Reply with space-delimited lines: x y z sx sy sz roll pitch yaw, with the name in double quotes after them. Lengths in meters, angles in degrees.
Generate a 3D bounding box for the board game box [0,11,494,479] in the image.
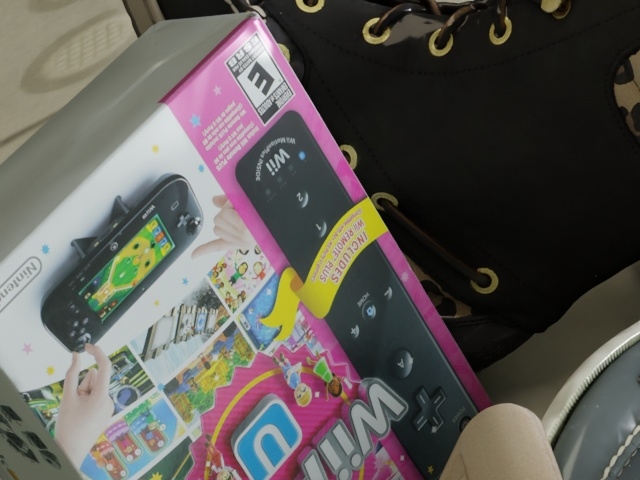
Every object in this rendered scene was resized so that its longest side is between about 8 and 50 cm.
-0.049 0.073 0.958 0.097 0.303 0.224 3 42 48 "board game box"

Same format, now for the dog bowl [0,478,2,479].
-0.201 0.188 1.072 0.265 0.104 0.265 -36 14 11 "dog bowl"

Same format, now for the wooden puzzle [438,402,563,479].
0.038 0.211 0.793 0.239 0.044 0.221 -62 17 22 "wooden puzzle"

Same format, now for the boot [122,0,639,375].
0.069 -0.116 1.045 0.284 0.377 0.138 -27 5 32 "boot"

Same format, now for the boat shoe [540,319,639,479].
0.201 0.083 0.898 0.099 0.116 0.319 -1 33 50 "boat shoe"
